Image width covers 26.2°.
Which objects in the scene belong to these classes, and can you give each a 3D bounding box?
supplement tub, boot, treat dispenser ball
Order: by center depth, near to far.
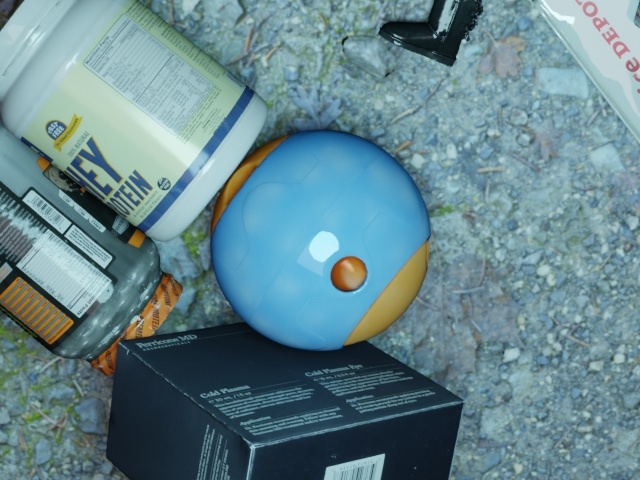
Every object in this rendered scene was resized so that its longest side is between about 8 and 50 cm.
[{"bbox_3d":[-0.257,-0.178,1.762,0.325,0.235,0.235,37,106,-10],"label":"supplement tub"},{"bbox_3d":[0.000,0.000,1.784,0.288,0.288,0.288,1,109,2],"label":"treat dispenser ball"},{"bbox_3d":[0.148,-0.292,1.809,0.121,0.045,0.099,20,111,-12],"label":"boot"},{"bbox_3d":[-0.363,0.015,1.845,0.338,0.207,0.207,42,105,-12],"label":"supplement tub"}]

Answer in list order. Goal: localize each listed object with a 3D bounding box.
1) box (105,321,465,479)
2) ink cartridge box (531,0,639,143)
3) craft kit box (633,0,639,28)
[{"bbox_3d":[-0.050,0.246,1.785,0.343,0.312,0.179,-6,114,-37],"label":"box"},{"bbox_3d":[0.485,-0.331,1.722,0.384,0.160,0.279,-37,103,12],"label":"ink cartridge box"},{"bbox_3d":[0.519,-0.345,1.605,0.246,0.061,0.250,11,107,-4],"label":"craft kit box"}]
